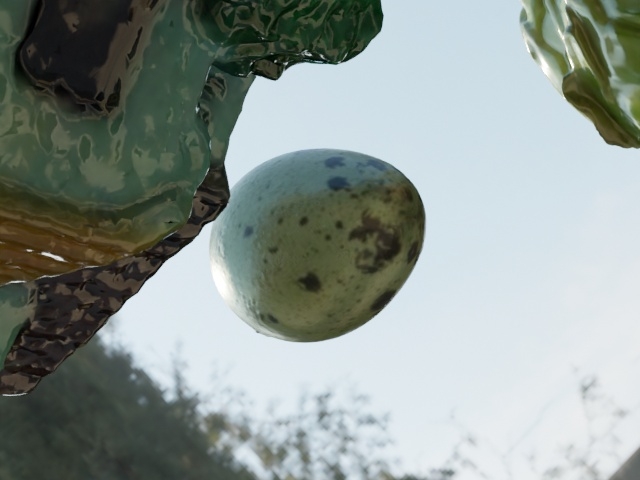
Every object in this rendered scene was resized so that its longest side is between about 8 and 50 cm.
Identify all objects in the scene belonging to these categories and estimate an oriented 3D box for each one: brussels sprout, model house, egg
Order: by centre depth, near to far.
[{"bbox_3d":[-0.167,-0.043,0.470,0.281,0.230,0.248,21,-89,-46],"label":"model house"},{"bbox_3d":[0.000,0.000,1.158,0.177,0.177,0.228,-19,-6,-45],"label":"egg"},{"bbox_3d":[0.429,-0.266,1.443,0.342,0.361,0.425,-16,31,43],"label":"brussels sprout"}]
